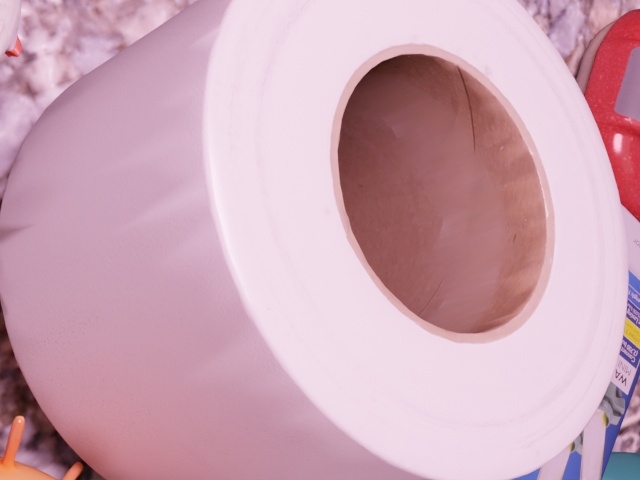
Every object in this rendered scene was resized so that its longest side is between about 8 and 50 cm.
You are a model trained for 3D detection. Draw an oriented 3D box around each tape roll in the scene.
[{"bbox_3d":[0.000,0.000,0.601,0.246,0.169,0.246,14,67,-38],"label":"tape roll"}]

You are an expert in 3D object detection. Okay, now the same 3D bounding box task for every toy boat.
[{"bbox_3d":[0.278,-0.057,0.859,0.231,0.151,0.151,27,73,-34],"label":"toy boat"}]

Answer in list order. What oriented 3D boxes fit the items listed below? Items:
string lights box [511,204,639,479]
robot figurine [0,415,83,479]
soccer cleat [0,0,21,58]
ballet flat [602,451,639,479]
[{"bbox_3d":[0.108,0.091,0.769,0.133,0.077,0.259,38,67,-32],"label":"string lights box"},{"bbox_3d":[-0.157,0.182,0.532,0.158,0.128,0.219,34,70,-29],"label":"robot figurine"},{"bbox_3d":[-0.200,-0.052,0.541,0.196,0.068,0.076,-53,128,-22],"label":"soccer cleat"},{"bbox_3d":[0.252,0.183,0.883,0.248,0.086,0.086,0,88,-39],"label":"ballet flat"}]
